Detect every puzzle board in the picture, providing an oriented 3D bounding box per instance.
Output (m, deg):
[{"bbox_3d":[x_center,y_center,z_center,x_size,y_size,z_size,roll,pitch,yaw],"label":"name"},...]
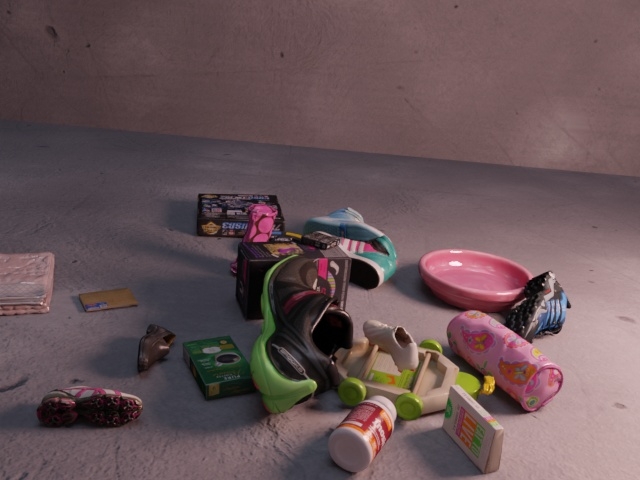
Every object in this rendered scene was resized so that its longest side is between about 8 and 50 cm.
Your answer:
[{"bbox_3d":[-0.541,0.152,1.701,0.128,0.011,0.096,-7,25,-29],"label":"puzzle board"}]

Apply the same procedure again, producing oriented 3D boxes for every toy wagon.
[{"bbox_3d":[0.194,0.293,1.431,0.345,0.068,0.267,12,21,15],"label":"toy wagon"}]

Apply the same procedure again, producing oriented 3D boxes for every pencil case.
[{"bbox_3d":[-0.195,-0.002,1.928,0.095,0.209,0.098,28,17,35],"label":"pencil case"},{"bbox_3d":[0.406,0.262,1.503,0.124,0.124,0.284,-5,22,-27],"label":"pencil case"}]

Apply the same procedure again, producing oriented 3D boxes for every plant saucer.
[{"bbox_3d":[0.448,0.119,1.950,0.333,0.084,0.332,5,19,-2],"label":"plant saucer"}]

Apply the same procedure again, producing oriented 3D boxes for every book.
[{"bbox_3d":[0.285,0.350,1.253,0.035,0.096,0.144,-4,22,-23],"label":"book"}]

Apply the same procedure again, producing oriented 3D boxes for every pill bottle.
[{"bbox_3d":[0.082,0.347,1.222,0.086,0.086,0.152,15,22,24],"label":"pill bottle"}]

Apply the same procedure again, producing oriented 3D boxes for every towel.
[{"bbox_3d":[-0.855,0.103,1.691,0.332,0.053,0.317,-1,21,-20],"label":"towel"}]

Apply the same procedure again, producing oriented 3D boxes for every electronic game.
[{"bbox_3d":[-0.122,0.016,2.132,0.230,0.048,0.229,5,20,-2],"label":"electronic game"}]

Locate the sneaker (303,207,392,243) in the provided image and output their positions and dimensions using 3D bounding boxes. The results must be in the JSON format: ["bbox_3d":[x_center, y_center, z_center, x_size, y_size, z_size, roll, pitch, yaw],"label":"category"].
[{"bbox_3d":[0.126,-0.032,2.220,0.319,0.127,0.208,17,24,27],"label":"sneaker"}]

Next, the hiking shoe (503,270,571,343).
[{"bbox_3d":[0.574,0.199,1.722,0.132,0.113,0.304,49,48,-2],"label":"hiking shoe"}]

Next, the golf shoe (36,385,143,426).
[{"bbox_3d":[-0.424,0.298,1.247,0.186,0.067,0.086,3,19,-6],"label":"golf shoe"}]

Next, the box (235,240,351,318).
[{"bbox_3d":[-0.074,0.098,1.745,0.271,0.165,0.143,-1,20,-18],"label":"box"}]

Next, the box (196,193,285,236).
[{"bbox_3d":[-0.285,-0.091,2.347,0.296,0.073,0.293,1,20,-11],"label":"box"}]

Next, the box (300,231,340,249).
[{"bbox_3d":[0.000,0.000,1.767,0.083,0.018,0.067,16,20,28],"label":"box"}]

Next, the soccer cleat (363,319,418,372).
[{"bbox_3d":[0.154,0.208,1.436,0.068,0.076,0.196,-3,22,-24],"label":"soccer cleat"}]

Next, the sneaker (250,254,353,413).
[{"bbox_3d":[-0.026,0.189,1.455,0.202,0.185,0.482,-12,29,7],"label":"sneaker"}]

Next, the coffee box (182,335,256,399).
[{"bbox_3d":[-0.218,0.268,1.425,0.113,0.040,0.184,-5,22,-27],"label":"coffee box"}]

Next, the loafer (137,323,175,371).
[{"bbox_3d":[-0.359,0.233,1.457,0.061,0.062,0.170,9,21,-4],"label":"loafer"}]

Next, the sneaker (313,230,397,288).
[{"bbox_3d":[0.119,0.034,2.029,0.296,0.123,0.178,31,36,34],"label":"sneaker"}]
